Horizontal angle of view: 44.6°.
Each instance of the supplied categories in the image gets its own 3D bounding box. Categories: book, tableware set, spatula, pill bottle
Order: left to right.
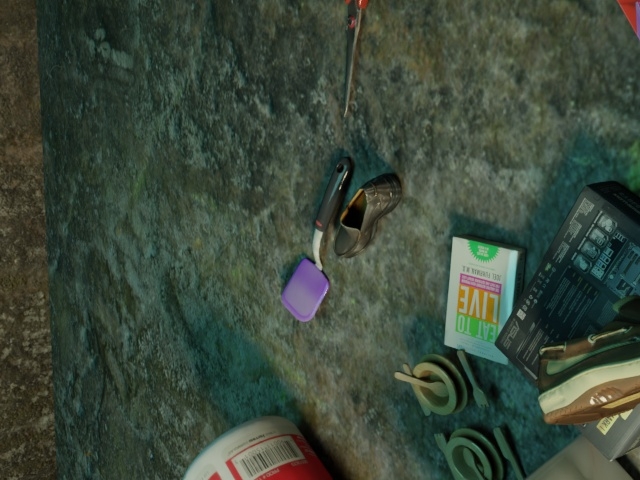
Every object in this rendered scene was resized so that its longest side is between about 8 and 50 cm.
[{"bbox_3d":[-0.036,0.499,1.233,0.407,0.229,0.229,49,134,36],"label":"pill bottle"},{"bbox_3d":[0.000,0.000,1.231,0.084,0.030,0.296,45,131,37],"label":"spatula"},{"bbox_3d":[0.172,0.242,1.018,0.128,0.039,0.194,-28,86,53],"label":"tableware set"},{"bbox_3d":[0.206,0.072,0.970,0.096,0.035,0.144,16,109,47],"label":"book"}]

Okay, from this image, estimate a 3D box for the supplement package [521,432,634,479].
[{"bbox_3d":[0.231,0.383,0.865,0.177,0.175,0.293,50,136,21],"label":"supplement package"}]

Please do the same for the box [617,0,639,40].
[{"bbox_3d":[0.355,-0.171,0.582,0.201,0.057,0.293,-39,65,46],"label":"box"}]

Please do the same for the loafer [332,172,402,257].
[{"bbox_3d":[0.051,-0.032,1.126,0.062,0.061,0.170,57,139,27],"label":"loafer"}]

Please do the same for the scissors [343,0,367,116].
[{"bbox_3d":[0.045,-0.331,1.103,0.109,0.021,0.297,42,131,37],"label":"scissors"}]

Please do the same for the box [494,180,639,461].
[{"bbox_3d":[0.303,0.083,0.810,0.183,0.059,0.232,48,133,37],"label":"box"}]

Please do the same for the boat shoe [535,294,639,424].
[{"bbox_3d":[0.293,0.091,0.705,0.257,0.095,0.095,-35,51,45],"label":"boat shoe"}]
